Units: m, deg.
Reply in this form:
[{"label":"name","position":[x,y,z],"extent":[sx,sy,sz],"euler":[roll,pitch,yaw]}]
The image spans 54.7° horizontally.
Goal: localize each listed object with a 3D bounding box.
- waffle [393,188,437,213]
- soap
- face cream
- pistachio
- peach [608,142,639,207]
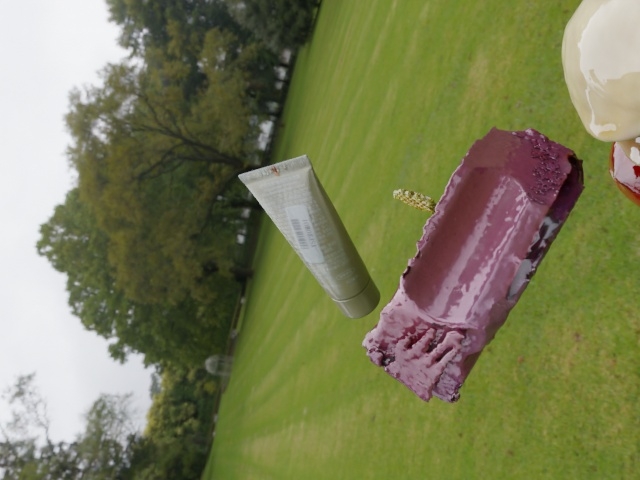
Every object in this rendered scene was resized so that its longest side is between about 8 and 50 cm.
[{"label":"waffle","position":[0.154,-0.064,0.992],"extent":[0.085,0.078,0.016],"euler":[48,-118,-78]},{"label":"soap","position":[0.155,0.022,0.618],"extent":[0.289,0.112,0.182],"euler":[-56,-18,-15]},{"label":"face cream","position":[0.000,0.000,1.084],"extent":[0.137,0.341,0.084],"euler":[-12,38,31]},{"label":"pistachio","position":[0.339,-0.187,0.598],"extent":[0.213,0.194,0.318],"euler":[-57,10,21]},{"label":"peach","position":[0.456,-0.116,0.773],"extent":[0.197,0.198,0.197],"euler":[-165,90,-80]}]
